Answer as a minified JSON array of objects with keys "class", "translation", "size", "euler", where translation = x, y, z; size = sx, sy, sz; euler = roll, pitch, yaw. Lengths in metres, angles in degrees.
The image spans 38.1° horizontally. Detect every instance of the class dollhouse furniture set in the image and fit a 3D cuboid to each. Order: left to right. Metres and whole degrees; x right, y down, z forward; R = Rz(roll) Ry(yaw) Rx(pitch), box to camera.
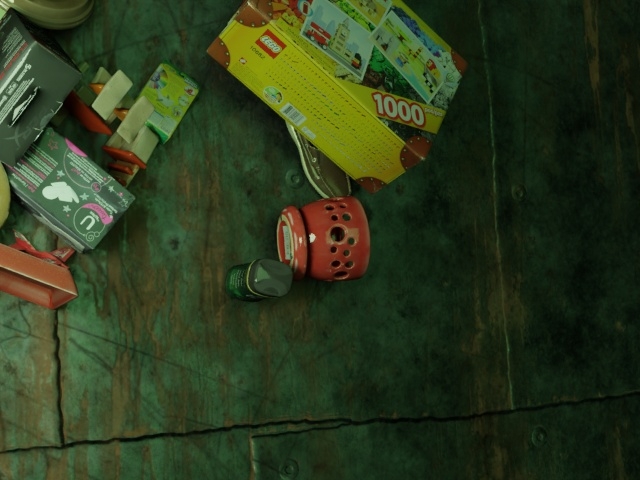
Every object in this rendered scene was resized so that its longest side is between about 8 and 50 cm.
[{"class":"dollhouse furniture set","translation":[-0.451,-0.232,1.860],"size":[0.135,0.262,0.259],"euler":[-59,139,-18]}]

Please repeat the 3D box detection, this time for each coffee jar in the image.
[{"class":"coffee jar","translation":[-0.131,0.086,1.988],"size":[0.096,0.184,0.079],"euler":[14,77,-22]}]

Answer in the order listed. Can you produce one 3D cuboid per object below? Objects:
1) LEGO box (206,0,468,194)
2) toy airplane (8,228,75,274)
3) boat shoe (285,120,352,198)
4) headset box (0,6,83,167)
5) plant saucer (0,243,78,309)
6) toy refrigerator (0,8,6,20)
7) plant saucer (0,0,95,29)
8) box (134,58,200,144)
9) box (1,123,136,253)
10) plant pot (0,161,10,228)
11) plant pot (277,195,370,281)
[{"class":"LEGO box","translation":[0.051,-0.412,2.085],"size":[0.500,0.193,0.373],"euler":[39,50,-15]},{"class":"toy airplane","translation":[-0.555,0.029,1.845],"size":[0.151,0.151,0.028],"euler":[25,108,-20]},{"class":"boat shoe","translation":[0.002,-0.203,2.141],"size":[0.095,0.095,0.257],"euler":[-34,98,-25]},{"class":"headset box","translation":[-0.567,-0.283,1.712],"size":[0.110,0.293,0.218],"euler":[35,97,-37]},{"class":"plant saucer","translation":[-0.591,0.052,1.736],"size":[0.258,0.259,0.048],"euler":[24,72,-21]},{"class":"toy refrigerator","translation":[-0.708,-0.515,1.853],"size":[0.269,0.094,0.102],"euler":[39,69,-15]},{"class":"plant saucer","translation":[-0.579,-0.550,1.883],"size":[0.277,0.041,0.278],"euler":[25,46,-30]},{"class":"box","translation":[-0.338,-0.304,2.005],"size":[0.105,0.043,0.179],"euler":[37,52,-16]},{"class":"box","translation":[-0.519,-0.102,1.845],"size":[0.247,0.163,0.142],"euler":[42,71,-14]},{"class":"plant pot","translation":[-0.696,-0.098,1.744],"size":[0.236,0.236,0.032],"euler":[58,21,-7]},{"class":"plant pot","translation":[0.000,0.000,2.066],"size":[0.174,0.191,0.191],"euler":[-5,85,-16]}]
